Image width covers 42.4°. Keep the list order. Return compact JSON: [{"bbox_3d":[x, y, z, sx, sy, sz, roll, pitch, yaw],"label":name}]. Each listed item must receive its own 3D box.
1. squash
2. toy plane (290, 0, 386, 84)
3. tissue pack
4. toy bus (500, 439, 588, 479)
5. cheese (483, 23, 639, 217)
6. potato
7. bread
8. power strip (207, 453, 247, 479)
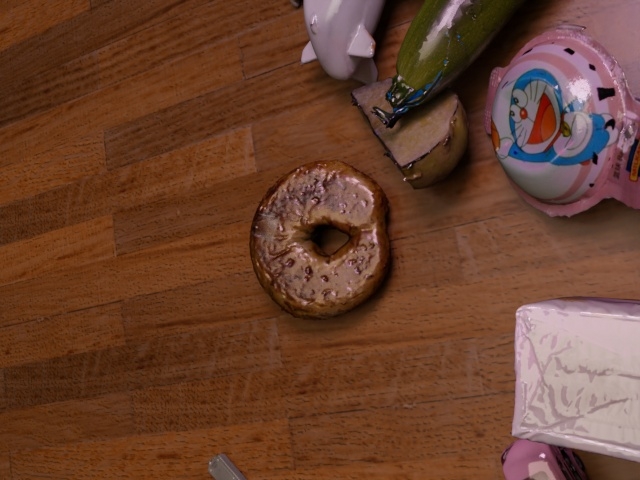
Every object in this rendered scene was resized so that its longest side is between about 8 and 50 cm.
[{"bbox_3d":[0.165,-0.249,0.854,0.331,0.087,0.087,-49,65,3],"label":"squash"},{"bbox_3d":[0.042,-0.303,0.947,0.245,0.118,0.244,-14,70,46],"label":"toy plane"},{"bbox_3d":[0.286,0.113,0.704,0.185,0.225,0.124,2,88,30],"label":"tissue pack"},{"bbox_3d":[0.246,0.280,0.790,0.063,0.090,0.203,-36,70,22],"label":"toy bus"},{"bbox_3d":[0.253,-0.102,0.786,0.286,0.074,0.188,39,131,51],"label":"cheese"},{"bbox_3d":[0.112,-0.119,0.919,0.101,0.089,0.172,-36,39,5],"label":"potato"},{"bbox_3d":[0.000,0.000,0.972,0.193,0.064,0.193,-2,84,23],"label":"bread"},{"bbox_3d":[-0.108,0.302,1.030,0.083,0.017,0.027,41,106,26],"label":"power strip"}]
